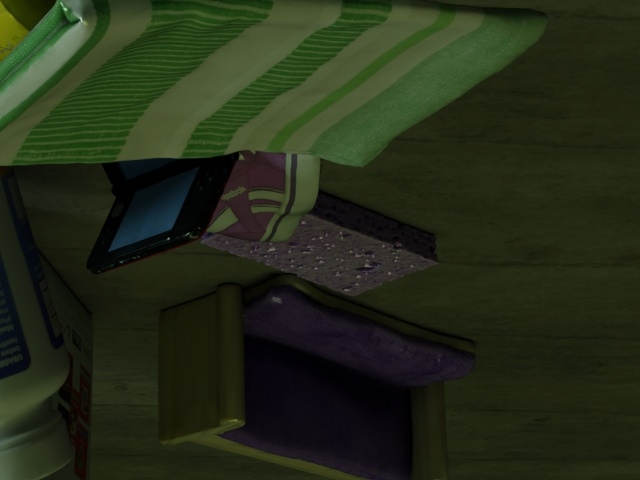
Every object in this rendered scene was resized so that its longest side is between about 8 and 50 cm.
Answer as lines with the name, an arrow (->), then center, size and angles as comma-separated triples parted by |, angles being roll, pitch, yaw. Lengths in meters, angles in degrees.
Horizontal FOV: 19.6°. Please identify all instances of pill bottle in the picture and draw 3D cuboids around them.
pill bottle -> -0.293, 0.066, 1.509 | 0.152, 0.272, 0.152 | -14, -172, 2

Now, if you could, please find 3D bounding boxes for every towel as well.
towel -> -0.053, -0.099, 1.197 | 0.324, 0.038, 0.248 | 0, 162, -31

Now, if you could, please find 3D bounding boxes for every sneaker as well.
sneaker -> -0.083, -0.069, 1.469 | 0.161, 0.102, 0.282 | 7, 156, -9

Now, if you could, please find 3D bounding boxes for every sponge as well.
sponge -> 0.000, 0.000, 1.730 | 0.117, 0.031, 0.210 | -21, 151, 39

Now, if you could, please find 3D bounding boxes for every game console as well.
game console -> -0.141, -0.056, 1.416 | 0.085, 0.124, 0.144 | 40, 143, -27

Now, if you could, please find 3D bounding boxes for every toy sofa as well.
toy sofa -> 0.007, 0.164, 1.981 | 0.177, 0.150, 0.362 | -18, 153, 37

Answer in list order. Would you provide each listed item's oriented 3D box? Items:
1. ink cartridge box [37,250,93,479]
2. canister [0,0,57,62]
ink cartridge box -> -0.318, 0.153, 1.763 | 0.130, 0.272, 0.309 | -5, 157, 7
canister -> -0.233, -0.151, 1.215 | 0.170, 0.126, 0.073 | -23, 129, 36
